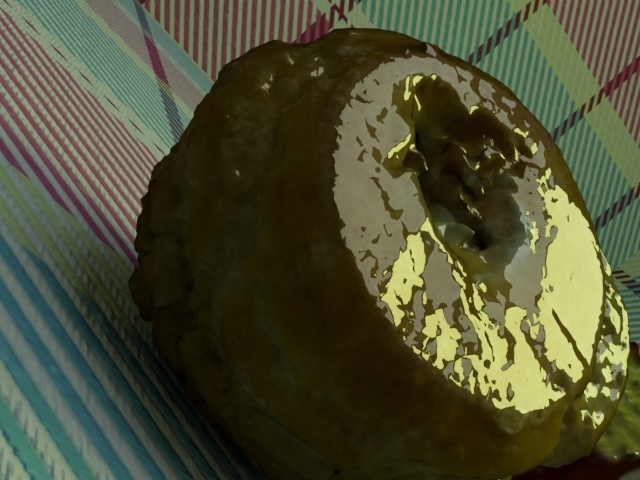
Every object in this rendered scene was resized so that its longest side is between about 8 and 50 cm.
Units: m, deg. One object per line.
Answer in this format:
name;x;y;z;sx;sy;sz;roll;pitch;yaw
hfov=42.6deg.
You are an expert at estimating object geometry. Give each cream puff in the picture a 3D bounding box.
cream puff;0.036;0.027;0.567;0.343;0.231;0.327;20;54;-32

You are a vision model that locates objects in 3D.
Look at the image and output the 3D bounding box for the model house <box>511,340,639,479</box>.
model house;0.211;0.189;0.733;0.160;0.254;0.196;61;-2;-29
